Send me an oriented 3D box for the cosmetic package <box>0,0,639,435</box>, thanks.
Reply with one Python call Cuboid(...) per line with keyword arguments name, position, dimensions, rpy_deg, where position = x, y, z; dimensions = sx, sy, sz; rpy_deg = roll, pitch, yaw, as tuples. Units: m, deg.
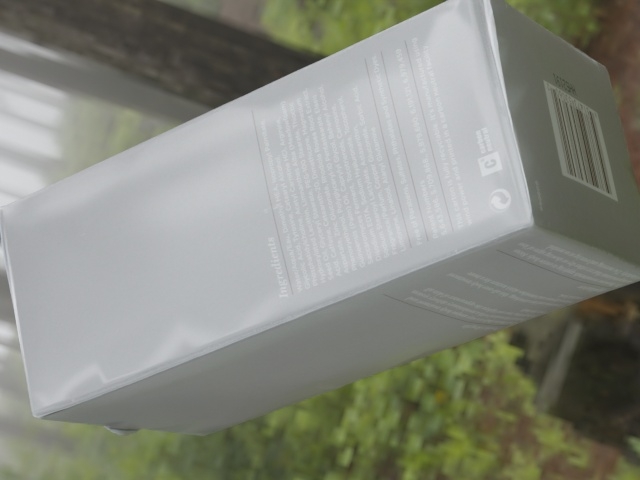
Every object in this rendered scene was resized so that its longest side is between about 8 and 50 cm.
Cuboid(name="cosmetic package", position=(0.000, 0.000, 0.760), dimensions=(0.238, 0.127, 0.107), rpy_deg=(-18, 72, 26))
